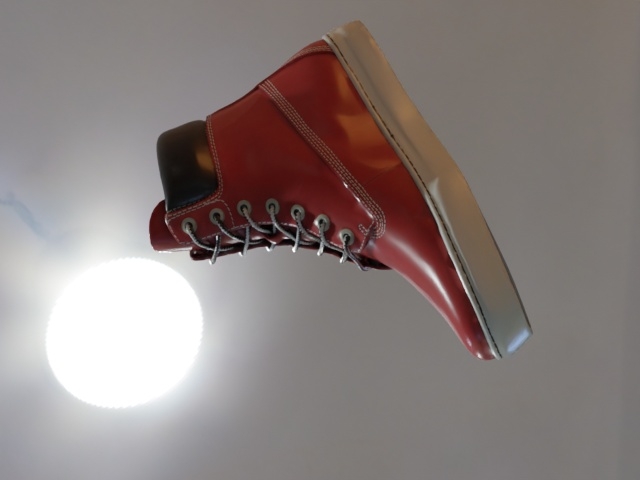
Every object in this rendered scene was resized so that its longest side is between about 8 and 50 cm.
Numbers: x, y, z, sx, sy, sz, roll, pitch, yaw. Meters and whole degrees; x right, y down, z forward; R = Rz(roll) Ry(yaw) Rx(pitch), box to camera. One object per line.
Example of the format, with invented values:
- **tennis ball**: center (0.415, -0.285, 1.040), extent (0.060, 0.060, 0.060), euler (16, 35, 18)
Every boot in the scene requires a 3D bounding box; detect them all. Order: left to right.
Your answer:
- **boot**: center (0.000, 0.000, 0.760), extent (0.176, 0.244, 0.088), euler (-30, -35, -1)
